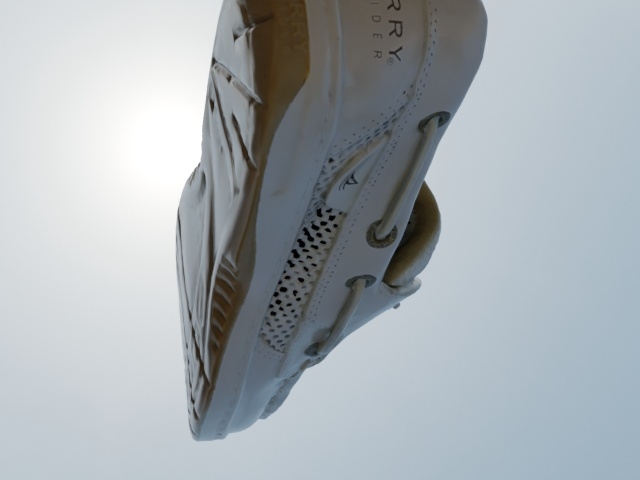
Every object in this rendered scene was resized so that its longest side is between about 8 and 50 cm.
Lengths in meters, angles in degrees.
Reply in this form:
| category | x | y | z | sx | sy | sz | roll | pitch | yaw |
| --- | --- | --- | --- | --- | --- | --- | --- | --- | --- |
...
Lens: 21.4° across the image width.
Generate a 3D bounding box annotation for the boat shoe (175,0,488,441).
| category | x | y | z | sx | sy | sz | roll | pitch | yaw |
| --- | --- | --- | --- | --- | --- | --- | --- | --- | --- |
| boat shoe | 0.000 | 0.000 | 0.642 | 0.096 | 0.277 | 0.098 | -3 | -118 | -14 |
